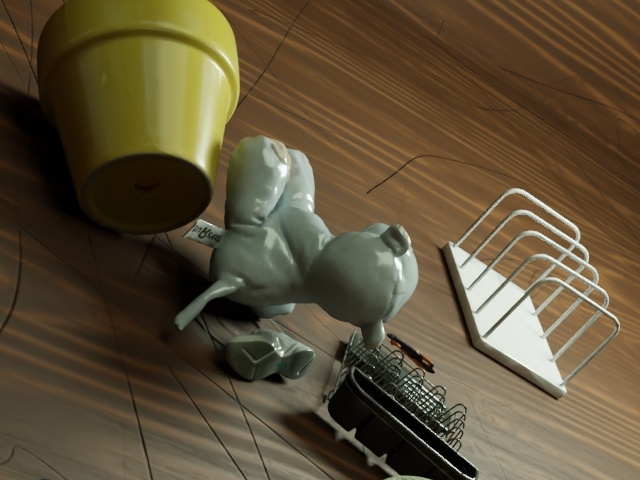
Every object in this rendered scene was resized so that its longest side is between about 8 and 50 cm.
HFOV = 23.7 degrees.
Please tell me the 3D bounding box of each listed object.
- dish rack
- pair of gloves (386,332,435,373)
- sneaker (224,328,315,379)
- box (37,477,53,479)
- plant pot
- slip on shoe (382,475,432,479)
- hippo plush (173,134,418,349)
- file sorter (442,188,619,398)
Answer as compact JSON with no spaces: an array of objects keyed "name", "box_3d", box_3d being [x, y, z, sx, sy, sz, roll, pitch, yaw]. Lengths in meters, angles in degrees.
[{"name":"dish rack","box_3d":[0.109,0.209,1.975,0.208,0.074,0.271,41,20,-7]},{"name":"pair of gloves","box_3d":[0.120,0.151,2.029,0.074,0.010,0.083,37,-9,14]},{"name":"sneaker","box_3d":[-0.073,0.134,1.847,0.061,0.054,0.152,37,13,33]},{"name":"box","box_3d":[-0.111,0.366,1.166,0.296,0.183,0.294,22,28,-42]},{"name":"plant pot","box_3d":[-0.219,-0.148,1.876,0.254,0.254,0.239,25,42,-38]},{"name":"slip on shoe","box_3d":[0.075,0.333,1.618,0.123,0.101,0.331,29,23,24]},{"name":"hippo plush","box_3d":[0.000,0.000,1.839,0.236,0.234,0.294,8,3,18]},{"name":"file sorter","box_3d":[0.347,0.077,2.495,0.193,0.173,0.278,31,25,-25]}]
